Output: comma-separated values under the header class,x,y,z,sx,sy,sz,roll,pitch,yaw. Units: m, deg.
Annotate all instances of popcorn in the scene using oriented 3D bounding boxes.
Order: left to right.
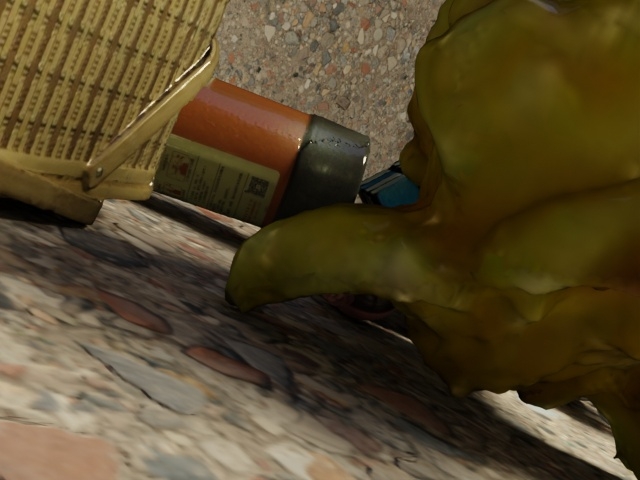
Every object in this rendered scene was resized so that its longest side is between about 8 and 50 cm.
class,x,y,z,sx,sy,sz,roll,pitch,yaw
popcorn,0.144,-0.021,0.505,0.321,0.290,0.325,22,-24,9

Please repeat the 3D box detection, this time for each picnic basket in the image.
class,x,y,z,sx,sy,sz,roll,pitch,yaw
picnic basket,-0.215,-0.130,0.459,0.228,0.175,0.313,27,9,13

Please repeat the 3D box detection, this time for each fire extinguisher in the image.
class,x,y,z,sx,sy,sz,roll,pitch,yaw
fire extinguisher,-0.158,-0.087,0.740,0.376,0.113,0.200,21,-34,-8

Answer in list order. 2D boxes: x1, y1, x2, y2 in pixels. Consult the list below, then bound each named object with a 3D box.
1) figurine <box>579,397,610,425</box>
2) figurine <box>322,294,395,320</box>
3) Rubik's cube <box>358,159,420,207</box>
class,x,y,z,sx,sy,sz,roll,pitch,yaw
figurine,0.266,0.084,0.716,0.209,0.128,0.184,-14,15,-11
figurine,0.015,0.022,0.648,0.072,0.054,0.129,18,6,-27
Rubik's cube,0.134,-0.015,0.716,0.151,0.155,0.154,63,0,-9
